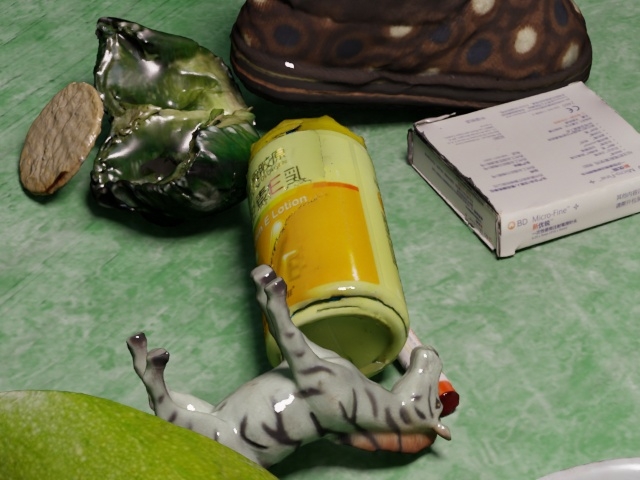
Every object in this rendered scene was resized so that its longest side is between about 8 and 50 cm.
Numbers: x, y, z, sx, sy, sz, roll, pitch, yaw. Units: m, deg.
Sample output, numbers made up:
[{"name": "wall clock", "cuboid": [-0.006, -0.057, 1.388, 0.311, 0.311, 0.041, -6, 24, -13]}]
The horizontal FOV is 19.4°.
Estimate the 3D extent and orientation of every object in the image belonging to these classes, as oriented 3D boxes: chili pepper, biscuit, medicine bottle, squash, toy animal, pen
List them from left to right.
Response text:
[{"name": "biscuit", "cuboid": [-0.243, -0.095, 1.749, 0.015, 0.120, 0.120, 29, 21, -37]}, {"name": "squash", "cuboid": [-0.147, 0.172, 1.396, 0.203, 0.111, 0.288, -23, 42, -31]}, {"name": "chili pepper", "cuboid": [-0.136, -0.094, 1.749, 0.148, 0.116, 0.264, 11, 30, -25]}, {"name": "toy animal", "cuboid": [-0.026, 0.104, 1.436, 0.255, 0.170, 0.090, -11, 12, -7]}, {"name": "medicine bottle", "cuboid": [0.000, 0.000, 1.583, 0.124, 0.124, 0.239, -5, 46, -8]}, {"name": "pen", "cuboid": [0.055, 0.066, 1.602, 0.028, 0.028, 0.239, -14, 41, -19]}, {"name": "medicine bottle", "cuboid": [0.208, -0.074, 1.768, 0.201, 0.052, 0.171, -17, 41, -23]}]

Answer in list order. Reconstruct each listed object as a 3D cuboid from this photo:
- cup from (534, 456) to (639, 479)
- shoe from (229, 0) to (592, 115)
[{"name": "cup", "cuboid": [0.229, 0.313, 1.176, 0.347, 0.163, 0.347, 1, 37, -1]}, {"name": "shoe", "cuboid": [0.104, -0.254, 1.822, 0.384, 0.237, 0.171, -1, 33, -21]}]
